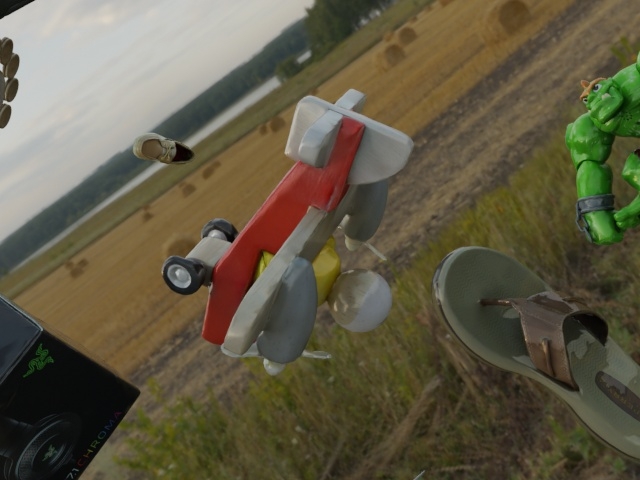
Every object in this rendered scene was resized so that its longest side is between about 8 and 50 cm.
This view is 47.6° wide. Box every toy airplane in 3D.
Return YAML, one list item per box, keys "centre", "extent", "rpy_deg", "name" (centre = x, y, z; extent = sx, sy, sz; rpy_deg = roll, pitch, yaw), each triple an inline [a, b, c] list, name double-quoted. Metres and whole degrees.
- centre: [0.000, 0.000, 0.954]
  extent: [0.386, 0.272, 0.384]
  rpy_deg: [-48, 3, -13]
  name: "toy airplane"

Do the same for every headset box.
- centre: [-0.385, 0.209, 0.856]
  extent: [0.246, 0.131, 0.283]
  rpy_deg: [-54, -24, -16]
  name: "headset box"

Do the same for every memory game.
- centre: [-0.442, -0.181, 0.953]
  extent: [0.186, 0.012, 0.186]
  rpy_deg: [-161, 90, -85]
  name: "memory game"

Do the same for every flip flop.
- centre: [0.227, 0.097, 0.671]
  extent: [0.112, 0.277, 0.080]
  rpy_deg: [-49, -3, -27]
  name: "flip flop"

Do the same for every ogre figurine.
- centre: [0.279, -0.093, 0.621]
  extent: [0.097, 0.118, 0.197]
  rpy_deg: [-13, -31, -15]
  name: "ogre figurine"

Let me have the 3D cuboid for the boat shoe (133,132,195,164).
- centre: [-0.275, -0.161, 1.291]
  extent: [0.045, 0.050, 0.135]
  rpy_deg: [16, 11, 27]
  name: "boat shoe"

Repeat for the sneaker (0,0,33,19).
- centre: [-0.260, -0.231, 0.578]
  extent: [0.170, 0.089, 0.051]
  rpy_deg: [-38, 38, -20]
  name: "sneaker"

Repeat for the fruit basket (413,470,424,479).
- centre: [-0.006, 0.521, 1.135]
  extent: [0.327, 0.165, 0.353]
  rpy_deg: [-26, -36, -41]
  name: "fruit basket"
